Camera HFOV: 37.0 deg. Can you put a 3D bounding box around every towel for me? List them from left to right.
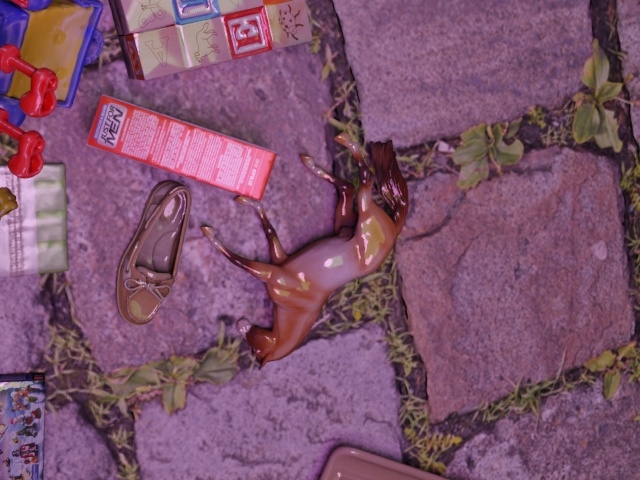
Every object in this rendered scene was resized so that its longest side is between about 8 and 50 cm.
[{"bbox_3d":[-0.320,-0.019,0.913,0.152,0.023,0.113,-3,103,-23],"label":"towel"}]

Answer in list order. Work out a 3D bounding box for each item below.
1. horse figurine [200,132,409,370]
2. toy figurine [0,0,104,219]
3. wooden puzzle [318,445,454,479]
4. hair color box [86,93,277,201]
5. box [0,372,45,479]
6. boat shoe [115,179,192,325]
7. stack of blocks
[{"bbox_3d":[0.000,0.000,1.015,0.263,0.066,0.174,-35,103,-9],"label":"horse figurine"},{"bbox_3d":[-0.251,-0.132,0.828,0.191,0.217,0.362,28,113,16],"label":"toy figurine"},{"bbox_3d":[0.062,0.368,1.125,0.221,0.044,0.238,23,96,-24],"label":"wooden puzzle"},{"bbox_3d":[-0.130,-0.088,0.911,0.167,0.093,0.053,19,94,-8],"label":"hair color box"},{"bbox_3d":[-0.323,0.201,0.947,0.094,0.027,0.137,0,100,-20],"label":"box"},{"bbox_3d":[-0.165,0.015,0.961,0.056,0.048,0.153,20,92,-23],"label":"boat shoe"},{"bbox_3d":[-0.128,-0.314,0.891,0.171,0.087,0.297,-17,106,-17],"label":"stack of blocks"}]
